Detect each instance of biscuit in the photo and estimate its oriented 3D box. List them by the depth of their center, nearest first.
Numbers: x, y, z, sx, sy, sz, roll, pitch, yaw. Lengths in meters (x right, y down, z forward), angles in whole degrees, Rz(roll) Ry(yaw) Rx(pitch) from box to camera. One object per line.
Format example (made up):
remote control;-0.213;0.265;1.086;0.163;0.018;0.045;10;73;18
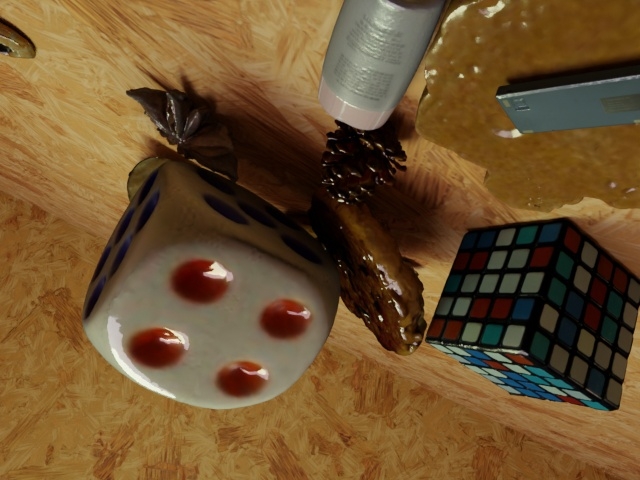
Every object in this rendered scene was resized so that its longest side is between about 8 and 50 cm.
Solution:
biscuit;0.215;-0.112;0.412;0.269;0.051;0.376;20;162;8
biscuit;0.076;0.042;0.848;0.289;0.081;0.334;60;170;1
biscuit;0.001;-0.001;1.085;0.187;0.027;0.188;22;161;8

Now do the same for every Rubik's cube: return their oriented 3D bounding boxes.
Rubik's cube;0.286;0.099;0.718;0.182;0.187;0.184;32;159;-21

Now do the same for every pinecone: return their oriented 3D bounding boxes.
pinecone;0.049;-0.094;0.622;0.102;0.102;0.109;24;134;2

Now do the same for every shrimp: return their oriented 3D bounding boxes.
shrimp;-0.529;-0.330;0.849;0.162;0.045;0.095;18;-177;8

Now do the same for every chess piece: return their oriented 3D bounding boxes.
chess piece;-0.351;-0.107;1.143;0.137;0.137;0.301;32;175;-21

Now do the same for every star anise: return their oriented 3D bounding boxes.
star anise;-0.192;-0.168;0.797;0.195;0.065;0.182;28;164;31

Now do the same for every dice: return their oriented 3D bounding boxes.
dice;-0.170;0.063;0.836;0.304;0.277;0.304;30;-166;-27

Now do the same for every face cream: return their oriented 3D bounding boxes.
face cream;0.049;-0.168;0.475;0.084;0.057;0.198;27;165;-2

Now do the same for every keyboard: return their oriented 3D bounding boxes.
keyboard;0.212;-0.097;0.358;0.176;0.014;0.055;4;156;44

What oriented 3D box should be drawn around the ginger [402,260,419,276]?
ginger;0.139;0.083;1.072;0.096;0.067;0.165;54;154;-17
